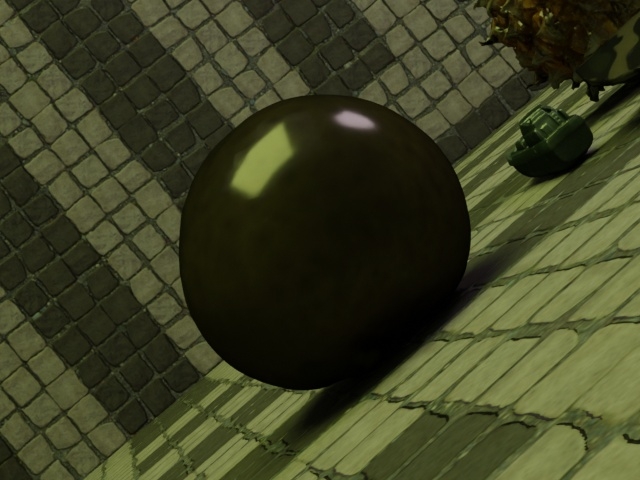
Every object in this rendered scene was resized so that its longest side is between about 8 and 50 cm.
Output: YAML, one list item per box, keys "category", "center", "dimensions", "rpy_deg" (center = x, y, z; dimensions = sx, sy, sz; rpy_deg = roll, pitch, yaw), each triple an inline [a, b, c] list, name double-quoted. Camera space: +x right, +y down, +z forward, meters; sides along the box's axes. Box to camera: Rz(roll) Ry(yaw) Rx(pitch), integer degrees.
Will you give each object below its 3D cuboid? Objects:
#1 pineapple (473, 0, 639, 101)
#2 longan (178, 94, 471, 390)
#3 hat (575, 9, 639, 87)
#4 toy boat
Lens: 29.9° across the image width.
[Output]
- category: "pineapple"
  center: [0.407, -0.378, 1.753]
  dimensions: [0.352, 0.352, 0.300]
  rpy_deg: [-40, 11, -1]
- category: "longan"
  center: [0.000, 0.000, 1.252]
  dimensions: [0.319, 0.319, 0.319]
  rpy_deg: [-40, 1, 1]
- category: "hat"
  center: [0.441, -0.348, 1.370]
  dimensions: [0.382, 0.257, 0.366]
  rpy_deg: [-22, -4, 25]
- category: "toy boat"
  center: [0.285, -0.129, 1.557]
  dimensions: [0.078, 0.085, 0.260]
  rpy_deg: [-41, 1, -2]
